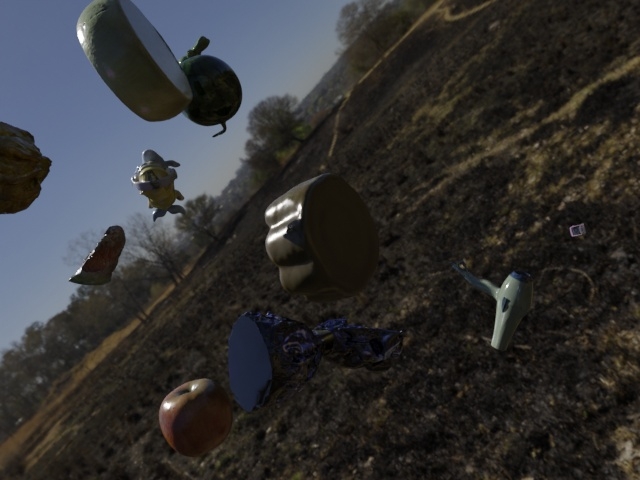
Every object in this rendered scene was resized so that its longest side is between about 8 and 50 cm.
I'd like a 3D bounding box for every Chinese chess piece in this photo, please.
[{"bbox_3d":[-0.362,-0.357,0.987,0.101,0.250,0.250,-30,12,7],"label":"Chinese chess piece"}]

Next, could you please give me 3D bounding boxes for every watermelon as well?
[{"bbox_3d":[-0.304,-0.397,1.362,0.188,0.214,0.188,-22,19,8],"label":"watermelon"},{"bbox_3d":[-0.453,0.035,1.043,0.139,0.071,0.187,-55,19,6],"label":"watermelon"}]

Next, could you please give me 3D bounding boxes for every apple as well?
[{"bbox_3d":[-0.325,0.468,1.312,0.188,0.174,0.188,-20,9,3],"label":"apple"}]

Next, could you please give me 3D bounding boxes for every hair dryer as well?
[{"bbox_3d":[0.343,0.135,1.039,0.199,0.067,0.167,10,98,52],"label":"hair dryer"}]

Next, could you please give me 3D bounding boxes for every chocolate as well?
[{"bbox_3d":[0.008,0.165,0.765,0.148,0.126,0.343,-37,-25,33],"label":"chocolate"}]

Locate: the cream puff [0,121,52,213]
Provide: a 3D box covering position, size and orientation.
[{"bbox_3d":[-0.809,-0.187,1.268,0.244,0.244,0.196,-42,-14,20],"label":"cream puff"}]

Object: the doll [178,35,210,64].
[{"bbox_3d":[-0.441,-0.648,1.748,0.150,0.077,0.115,-50,16,13],"label":"doll"}]

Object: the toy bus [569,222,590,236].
[{"bbox_3d":[0.814,-0.033,1.560,0.052,0.037,0.131,-15,-6,30],"label":"toy bus"}]

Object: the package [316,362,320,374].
[{"bbox_3d":[-0.018,0.327,1.414,0.015,0.037,0.110,-31,57,43],"label":"package"}]

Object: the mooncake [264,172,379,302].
[{"bbox_3d":[0.000,0.000,1.489,0.201,0.378,0.378,-18,26,37],"label":"mooncake"}]

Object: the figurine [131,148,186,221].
[{"bbox_3d":[-0.444,-0.151,1.367,0.128,0.208,0.184,-14,25,-6],"label":"figurine"}]
